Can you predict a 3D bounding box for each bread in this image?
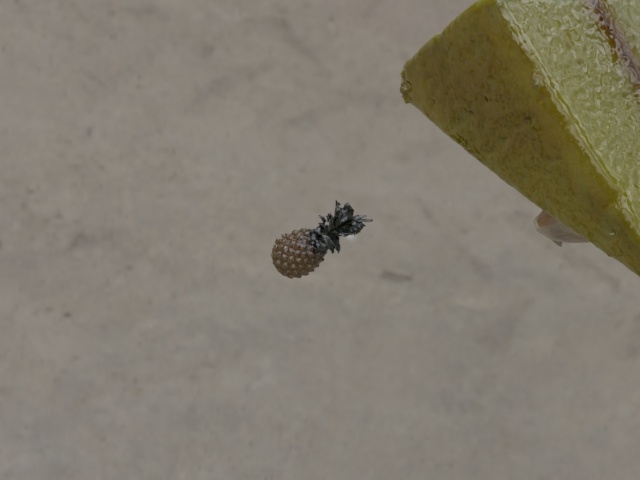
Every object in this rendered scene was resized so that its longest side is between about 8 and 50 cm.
[{"bbox_3d":[0.284,-0.085,1.503,0.233,0.245,0.361,-22,81,-30],"label":"bread"}]

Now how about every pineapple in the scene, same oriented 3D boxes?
[{"bbox_3d":[0.000,0.000,1.680,0.058,0.124,0.058,21,55,-33],"label":"pineapple"}]

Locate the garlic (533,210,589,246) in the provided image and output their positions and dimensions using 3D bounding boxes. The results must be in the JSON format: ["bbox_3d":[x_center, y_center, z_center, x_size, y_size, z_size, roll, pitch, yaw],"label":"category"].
[{"bbox_3d":[0.342,-0.088,1.858,0.090,0.198,0.128,27,-8,-25],"label":"garlic"}]
